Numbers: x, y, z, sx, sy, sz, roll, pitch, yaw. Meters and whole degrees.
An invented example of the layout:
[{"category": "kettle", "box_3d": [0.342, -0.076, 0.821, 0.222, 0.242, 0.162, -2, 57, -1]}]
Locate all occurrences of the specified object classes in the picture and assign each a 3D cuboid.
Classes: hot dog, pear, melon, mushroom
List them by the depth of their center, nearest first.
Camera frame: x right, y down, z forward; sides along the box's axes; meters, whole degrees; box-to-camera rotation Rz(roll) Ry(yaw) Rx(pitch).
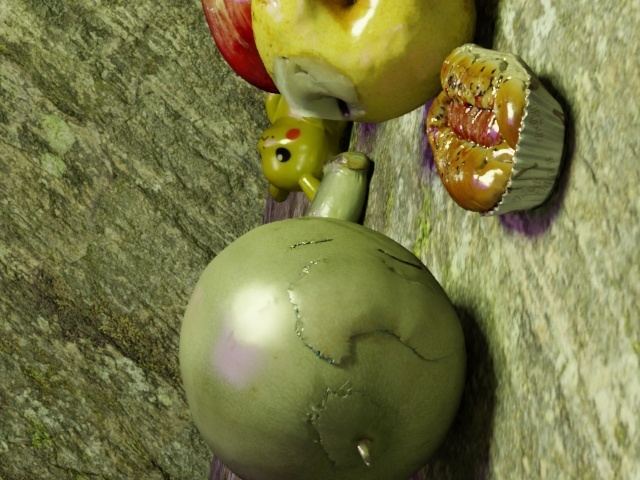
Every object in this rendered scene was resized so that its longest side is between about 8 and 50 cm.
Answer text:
[{"category": "hot dog", "box_3d": [0.150, -0.101, 0.907, 0.268, 0.075, 0.144, -111, 36, -70]}, {"category": "melon", "box_3d": [0.000, 0.115, 0.951, 0.330, 0.268, 0.268, -135, 56, -65]}, {"category": "pear", "box_3d": [0.051, -0.260, 1.149, 0.271, 0.271, 0.271, -168, 90, -81]}, {"category": "mushroom", "box_3d": [0.000, 0.000, 1.587, 0.312, 0.081, 0.100, -67, 15, -9]}]

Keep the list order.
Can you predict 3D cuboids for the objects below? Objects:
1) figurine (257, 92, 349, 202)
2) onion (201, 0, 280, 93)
[{"category": "figurine", "box_3d": [-0.031, -0.207, 1.886, 0.218, 0.169, 0.326, 4, 75, 58]}, {"category": "onion", "box_3d": [-0.009, -0.395, 1.518, 0.341, 0.341, 0.341, -168, 90, -81]}]
